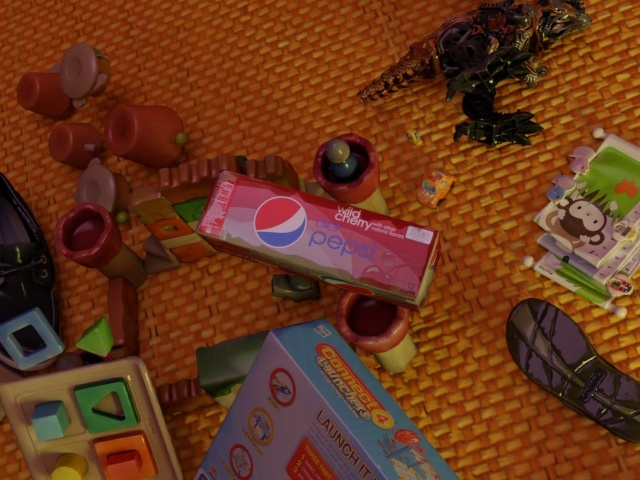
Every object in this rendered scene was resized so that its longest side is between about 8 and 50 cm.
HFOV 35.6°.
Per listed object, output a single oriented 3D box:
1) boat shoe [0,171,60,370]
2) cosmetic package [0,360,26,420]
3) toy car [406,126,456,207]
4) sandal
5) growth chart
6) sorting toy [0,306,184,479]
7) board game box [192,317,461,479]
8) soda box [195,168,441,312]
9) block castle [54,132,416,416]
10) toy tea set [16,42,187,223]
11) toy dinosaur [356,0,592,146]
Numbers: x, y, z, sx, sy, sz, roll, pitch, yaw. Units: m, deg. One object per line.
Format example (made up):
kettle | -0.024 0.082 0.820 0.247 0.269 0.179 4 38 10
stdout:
boat shoe | -0.449 0.027 1.441 0.127 0.113 0.340 -1 48 -29
cosmetic package | -0.697 0.176 1.340 0.394 0.329 0.327 30 77 27
toy car | 0.136 -0.104 1.379 0.060 0.040 0.122 -36 60 -2
sandal | 0.312 0.158 1.188 0.219 0.060 0.090 36 85 14
growth chart | 0.364 -0.031 1.283 0.172 0.021 0.237 26 74 28
sorting toy | -0.279 0.240 1.194 0.196 0.347 0.047 -11 22 10
board game box | 0.003 0.299 1.092 0.308 0.086 0.301 49 128 30
soda box | 0.000 0.000 1.129 0.263 0.092 0.083 17 80 12
block castle | -0.117 0.049 1.286 0.454 0.213 0.302 -14 61 11
toy tea set | -0.335 -0.184 1.552 0.200 0.124 0.336 -51 60 24
toy dinosaur | 0.221 -0.246 1.391 0.322 0.164 0.218 -33 43 21
